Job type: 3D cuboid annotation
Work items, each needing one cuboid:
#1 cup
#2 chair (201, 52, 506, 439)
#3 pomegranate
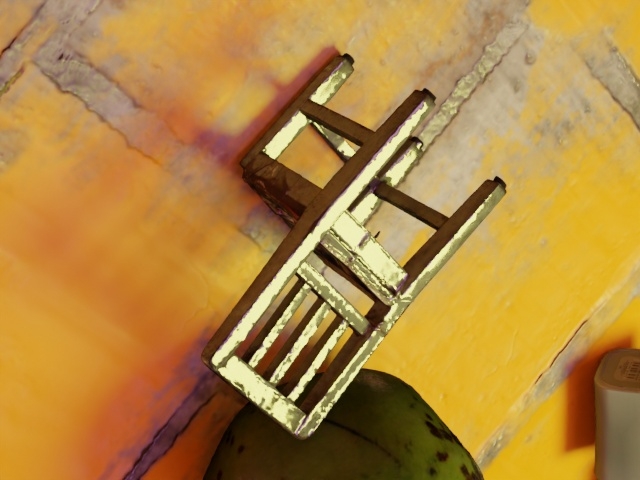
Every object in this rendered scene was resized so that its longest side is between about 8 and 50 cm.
[{"bbox_3d":[0.349,0.185,1.335,0.128,0.095,0.130,-46,135,-52],"label":"cup"},{"bbox_3d":[0.000,0.000,1.010,0.270,0.147,0.136,-50,128,-5],"label":"chair"},{"bbox_3d":[0.028,0.235,1.082,0.270,0.254,0.254,15,103,-45],"label":"pomegranate"}]
